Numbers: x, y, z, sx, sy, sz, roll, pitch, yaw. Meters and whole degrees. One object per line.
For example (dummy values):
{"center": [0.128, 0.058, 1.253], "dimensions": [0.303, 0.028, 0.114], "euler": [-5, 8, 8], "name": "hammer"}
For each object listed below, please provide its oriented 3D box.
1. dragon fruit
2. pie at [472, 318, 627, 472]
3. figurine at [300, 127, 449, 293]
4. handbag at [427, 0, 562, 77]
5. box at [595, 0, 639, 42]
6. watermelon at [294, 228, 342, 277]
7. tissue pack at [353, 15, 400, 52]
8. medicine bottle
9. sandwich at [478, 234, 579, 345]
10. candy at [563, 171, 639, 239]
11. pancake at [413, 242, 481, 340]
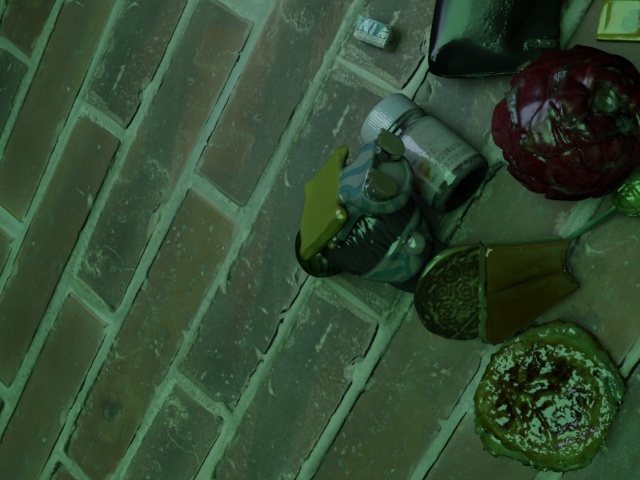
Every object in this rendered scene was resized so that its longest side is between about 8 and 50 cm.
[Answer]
{"center": [0.510, -0.234, 1.548], "dimensions": [0.329, 0.329, 0.329], "euler": [0, 90, 29], "name": "dragon fruit"}
{"center": [0.486, 0.345, 1.679], "dimensions": [0.288, 0.103, 0.355], "euler": [30, 102, 20], "name": "pie"}
{"center": [0.179, -0.050, 1.748], "dimensions": [0.361, 0.377, 0.266], "euler": [-32, 42, 56], "name": "figurine"}
{"center": [0.404, -0.517, 1.710], "dimensions": [0.287, 0.152, 0.343], "euler": [12, 99, 17], "name": "handbag"}
{"center": [0.666, -0.460, 1.627], "dimensions": [0.155, 0.023, 0.087], "euler": [11, 98, 29], "name": "box"}
{"center": [0.000, 0.000, 1.931], "dimensions": [0.140, 0.140, 0.187], "euler": [-19, 74, 28], "name": "watermelon"}
{"center": [0.138, -0.503, 1.891], "dimensions": [0.094, 0.074, 0.059], "euler": [27, 100, 24], "name": "tissue pack"}
{"center": [0.236, -0.203, 1.784], "dimensions": [0.273, 0.165, 0.165], "euler": [43, 109, 23], "name": "medicine bottle"}
{"center": [0.453, 0.112, 1.680], "dimensions": [0.212, 0.063, 0.245], "euler": [-5, 114, 2], "name": "sandwich"}
{"center": [0.571, -0.031, 1.652], "dimensions": [0.335, 0.093, 0.092], "euler": [-38, 73, 31], "name": "candy"}
{"center": [0.323, 0.114, 1.728], "dimensions": [0.250, 0.031, 0.250], "euler": [-4, 117, -7], "name": "pancake"}
